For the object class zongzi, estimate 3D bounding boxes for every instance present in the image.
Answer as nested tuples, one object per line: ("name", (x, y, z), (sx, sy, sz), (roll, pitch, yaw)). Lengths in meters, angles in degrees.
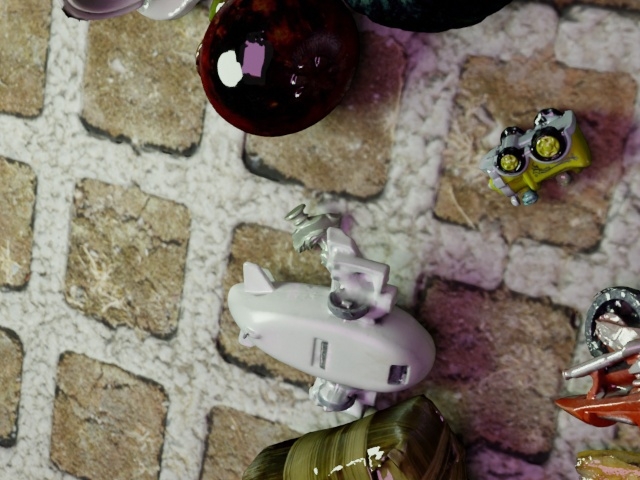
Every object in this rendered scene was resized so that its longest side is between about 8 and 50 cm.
("zongzi", (0.077, 0.336, 1.081), (0.286, 0.134, 0.288), (-23, 113, 38))

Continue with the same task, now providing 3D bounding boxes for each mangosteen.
("mangosteen", (-0.055, -0.209, 1.007), (0.200, 0.200, 0.199), (5, 102, 24))

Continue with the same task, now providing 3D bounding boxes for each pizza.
("pizza", (0.347, 0.276, 0.976), (0.160, 0.036, 0.099), (16, 105, 22))

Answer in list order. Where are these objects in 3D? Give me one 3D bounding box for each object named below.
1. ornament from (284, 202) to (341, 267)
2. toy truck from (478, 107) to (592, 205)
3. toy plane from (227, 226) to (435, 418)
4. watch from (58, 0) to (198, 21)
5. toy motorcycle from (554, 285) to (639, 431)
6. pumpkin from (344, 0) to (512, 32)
("ornament", (-0.002, -0.003, 1.079), (0.092, 0.041, 0.068), (26, 119, 0))
("toy truck", (0.223, -0.081, 0.952), (0.111, 0.076, 0.077), (-27, 107, 27))
("toy plane", (0.010, 0.098, 1.050), (0.252, 0.118, 0.252), (13, 126, 18))
("watch", (-0.194, -0.348, 1.004), (0.248, 0.217, 0.211), (-39, 78, 27))
("toy motorcycle", (0.349, 0.151, 0.858), (0.298, 0.089, 0.171), (27, 109, 54))
("pumpkin", (0.079, -0.302, 0.862), (0.248, 0.248, 0.248), (5, 102, 24))
